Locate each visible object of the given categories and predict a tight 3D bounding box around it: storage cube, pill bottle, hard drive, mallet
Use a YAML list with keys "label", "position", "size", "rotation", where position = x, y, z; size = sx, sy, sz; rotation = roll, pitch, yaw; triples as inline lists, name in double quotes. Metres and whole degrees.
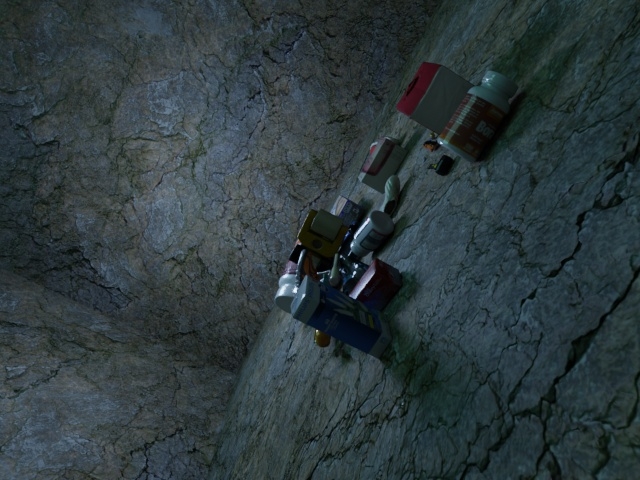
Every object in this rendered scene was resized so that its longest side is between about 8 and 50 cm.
- label: "storage cube"
  position: [0.400, -0.466, 1.379]
  size: [0.183, 0.215, 0.193]
  rotation: [-59, 16, 21]
- label: "pill bottle"
  position: [-0.089, 0.189, 2.205]
  size: [0.224, 0.224, 0.392]
  rotation: [-52, 13, 52]
- label: "hard drive"
  position: [0.124, 0.067, 1.874]
  size: [0.172, 0.054, 0.254]
  rotation: [-60, 8, 16]
- label: "mallet"
  position: [0.390, -0.254, 1.358]
  size: [0.062, 0.039, 0.189]
  rotation: [-60, 4, 15]
- label: "pill bottle"
  position: [0.190, -0.020, 1.561]
  size: [0.180, 0.108, 0.108]
  rotation: [-54, 12, 45]
- label: "pill bottle"
  position: [0.419, -0.328, 1.092]
  size: [0.216, 0.121, 0.121]
  rotation: [-60, 9, 19]

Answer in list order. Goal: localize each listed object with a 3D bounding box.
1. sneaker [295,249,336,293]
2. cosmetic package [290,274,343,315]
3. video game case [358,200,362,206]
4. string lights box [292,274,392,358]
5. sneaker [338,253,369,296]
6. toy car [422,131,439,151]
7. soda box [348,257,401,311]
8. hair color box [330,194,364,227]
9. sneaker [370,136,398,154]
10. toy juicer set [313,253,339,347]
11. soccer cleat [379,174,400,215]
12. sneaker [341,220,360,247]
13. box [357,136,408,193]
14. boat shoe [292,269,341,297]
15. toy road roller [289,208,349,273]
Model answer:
- label: "sneaker"
  position: [-0.012, 0.184, 1.808]
  size: [0.124, 0.180, 0.321]
  rotation: [-72, -14, -55]
- label: "cosmetic package"
  position: [-0.004, 0.250, 1.619]
  size: [0.151, 0.184, 0.151]
  rotation: [-64, 8, 2]
- label: "video game case"
  position: [0.180, -0.121, 2.268]
  size: [0.143, 0.019, 0.157]
  rotation: [-53, 13, 50]
- label: "string lights box"
  position: [0.058, 0.206, 1.117]
  size: [0.076, 0.260, 0.133]
  rotation: [-60, 9, 17]
- label: "sneaker"
  position: [0.113, 0.137, 1.482]
  size: [0.341, 0.125, 0.139]
  rotation: [-133, 66, -84]
- label: "toy car"
  position: [0.428, -0.368, 1.539]
  size: [0.122, 0.060, 0.040]
  rotation: [-48, -48, -41]
- label: "soda box"
  position: [0.140, 0.185, 1.265]
  size: [0.263, 0.092, 0.083]
  rotation: [-58, 8, 28]
- label: "hair color box"
  position: [0.122, -0.135, 2.230]
  size: [0.185, 0.110, 0.339]
  rotation: [-61, 10, 7]
- label: "sneaker"
  position: [0.326, -0.471, 2.218]
  size: [0.279, 0.107, 0.118]
  rotation: [154, 134, -80]
- label: "toy juicer set"
  position: [0.009, 0.212, 1.434]
  size: [0.209, 0.090, 0.329]
  rotation: [-47, -35, -86]
- label: "soccer cleat"
  position: [0.286, -0.174, 1.642]
  size: [0.196, 0.068, 0.076]
  rotation: [-71, 15, -12]
- label: "sneaker"
  position: [0.146, -0.027, 2.030]
  size: [0.152, 0.058, 0.084]
  rotation: [-55, 0, 4]
- label: "box"
  position: [0.293, -0.361, 1.958]
  size: [0.232, 0.127, 0.148]
  rotation: [-60, 9, 14]
- label: "boat shoe"
  position: [-0.038, 0.195, 1.935]
  size: [0.277, 0.096, 0.098]
  rotation: [-23, 37, 31]
- label: "toy road roller"
  position: [0.000, 0.000, 2.038]
  size: [0.329, 0.203, 0.240]
  rotation: [-64, -3, 19]
